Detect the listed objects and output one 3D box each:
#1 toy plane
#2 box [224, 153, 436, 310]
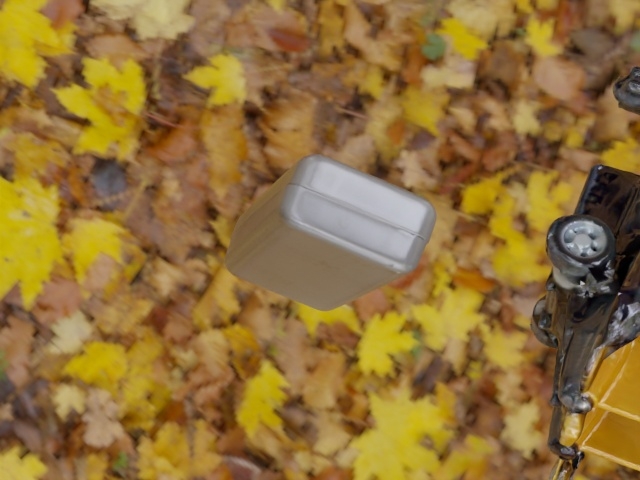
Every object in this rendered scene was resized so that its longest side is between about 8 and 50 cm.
[{"bbox_3d":[0.187,-0.016,0.874,0.204,0.103,0.316,91,14,-56],"label":"toy plane"},{"bbox_3d":[0.000,0.000,1.074,0.103,0.244,0.055,22,78,-9],"label":"box"}]
